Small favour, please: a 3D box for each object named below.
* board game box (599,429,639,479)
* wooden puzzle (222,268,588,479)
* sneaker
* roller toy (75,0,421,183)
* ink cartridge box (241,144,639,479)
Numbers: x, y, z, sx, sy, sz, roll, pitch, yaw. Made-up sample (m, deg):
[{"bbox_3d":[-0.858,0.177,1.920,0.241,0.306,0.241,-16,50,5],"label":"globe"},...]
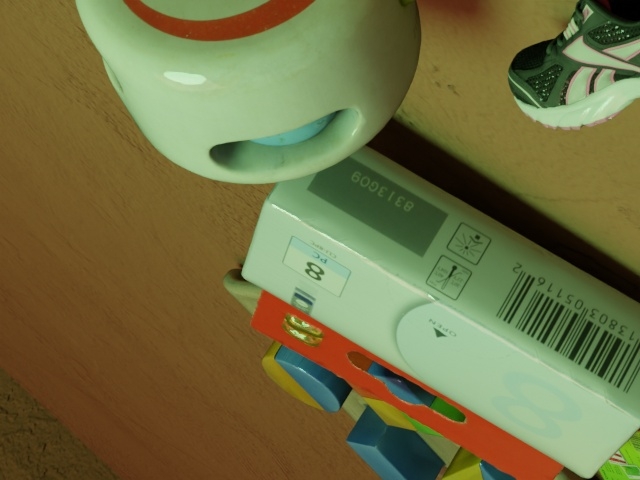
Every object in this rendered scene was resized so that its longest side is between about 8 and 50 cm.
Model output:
[{"bbox_3d":[0.283,0.201,1.604,0.092,0.043,0.181,12,139,54],"label":"board game box"},{"bbox_3d":[0.081,0.167,1.882,0.348,0.080,0.322,12,151,52],"label":"wooden puzzle"},{"bbox_3d":[0.165,-0.115,1.062,0.178,0.072,0.077,-7,123,54],"label":"sneaker"},{"bbox_3d":[-0.042,-0.139,1.147,0.209,0.191,0.146,27,161,24],"label":"roller toy"},{"bbox_3d":[0.080,0.095,1.523,0.308,0.091,0.385,30,153,4],"label":"ink cartridge box"}]
